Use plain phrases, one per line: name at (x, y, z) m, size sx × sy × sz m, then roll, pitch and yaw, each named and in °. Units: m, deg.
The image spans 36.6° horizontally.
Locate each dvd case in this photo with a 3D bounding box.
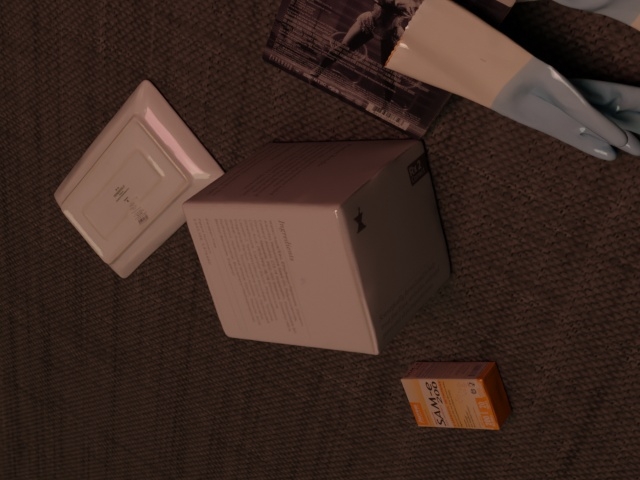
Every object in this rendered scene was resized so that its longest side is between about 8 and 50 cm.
dvd case at (0.049, -0.179, 0.791) m, size 0.165 × 0.018 × 0.221 m, roll 27°, pitch 151°, yaw -2°

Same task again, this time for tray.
tray at (-0.226, -0.058, 1.136) m, size 0.145 × 0.030 × 0.270 m, roll 50°, pitch 134°, yaw -3°

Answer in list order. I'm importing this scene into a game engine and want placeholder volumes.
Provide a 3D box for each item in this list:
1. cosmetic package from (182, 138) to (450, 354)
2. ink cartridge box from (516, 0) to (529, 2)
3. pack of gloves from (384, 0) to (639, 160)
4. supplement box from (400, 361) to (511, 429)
cosmetic package at (0.000, 0.000, 0.922) m, size 0.184 × 0.151 × 0.151 m, roll 3°, pitch 120°, yaw 36°
ink cartridge box at (0.118, -0.266, 0.721) m, size 0.115 × 0.067 × 0.198 m, roll 4°, pitch 121°, yaw 36°
pack of gloves at (0.189, -0.138, 0.700) m, size 0.232 × 0.046 × 0.195 m, roll 20°, pitch 140°, yaw -12°
supplement box at (0.140, 0.160, 1.002) m, size 0.098 × 0.036 × 0.062 m, roll -7°, pitch 113°, yaw 39°
